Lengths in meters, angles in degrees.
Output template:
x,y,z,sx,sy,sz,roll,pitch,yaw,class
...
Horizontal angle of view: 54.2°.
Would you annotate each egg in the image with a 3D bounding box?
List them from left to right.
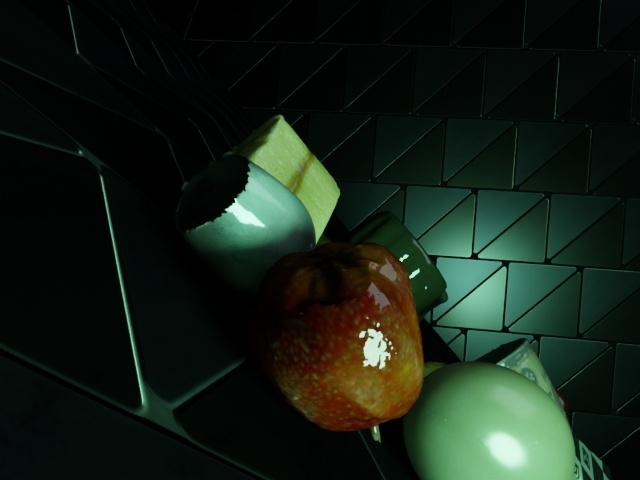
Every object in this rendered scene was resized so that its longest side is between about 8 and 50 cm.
x,y,z,sx,sy,sz,roll,pitch,yaw,class
0.203,0.244,0.763,0.242,0.186,0.186,43,8,-31,egg

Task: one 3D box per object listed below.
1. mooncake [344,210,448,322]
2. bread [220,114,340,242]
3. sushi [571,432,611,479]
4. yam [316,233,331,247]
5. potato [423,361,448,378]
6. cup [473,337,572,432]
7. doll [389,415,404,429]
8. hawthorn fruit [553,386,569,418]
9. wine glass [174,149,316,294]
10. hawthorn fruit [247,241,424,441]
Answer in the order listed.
x,y,z,sx,sy,sz,roll,pitch,yaw,class
0.209,0.086,1.771,0.351,0.187,0.351,54,3,-4,mooncake
-0.057,-0.049,0.869,0.167,0.163,0.264,48,6,-21,bread
0.434,0.499,1.052,0.339,0.069,0.319,41,40,-38,sushi
0.000,0.000,1.570,0.327,0.045,0.045,45,37,-36,yam
0.187,0.243,1.086,0.066,0.103,0.096,49,3,-33,potato
0.370,0.344,1.174,0.257,0.227,0.301,56,0,11,cup
0.098,0.211,0.874,0.165,0.057,0.139,55,-1,-36,doll
0.484,0.436,1.557,0.224,0.224,0.261,47,-9,-21,hawthorn fruit
-0.047,0.018,0.695,0.241,0.126,0.126,48,5,-37,wine glass
0.015,0.089,0.584,0.173,0.174,0.179,54,-15,39,hawthorn fruit
